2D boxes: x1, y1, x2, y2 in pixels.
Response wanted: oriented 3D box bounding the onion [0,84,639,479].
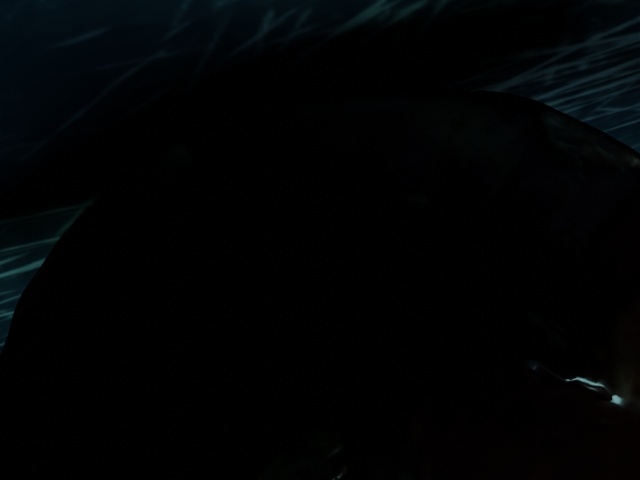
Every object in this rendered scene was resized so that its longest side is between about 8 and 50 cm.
[{"bbox_3d":[0.017,0.112,0.682,0.348,0.347,0.285,-20,180,18],"label":"onion"}]
